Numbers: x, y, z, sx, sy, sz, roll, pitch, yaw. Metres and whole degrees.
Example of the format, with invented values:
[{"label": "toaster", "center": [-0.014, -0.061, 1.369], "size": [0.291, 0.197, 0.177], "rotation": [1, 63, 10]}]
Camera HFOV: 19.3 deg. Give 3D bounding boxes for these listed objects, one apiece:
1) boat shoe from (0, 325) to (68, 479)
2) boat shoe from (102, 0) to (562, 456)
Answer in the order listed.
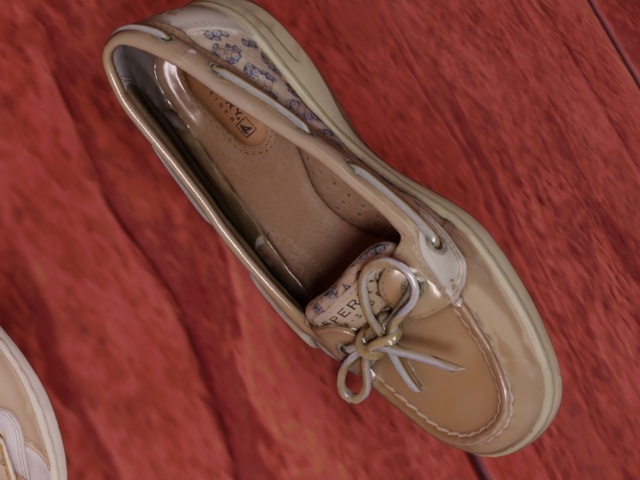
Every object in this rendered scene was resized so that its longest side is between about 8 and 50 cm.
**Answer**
[{"label": "boat shoe", "center": [-0.124, 0.091, 0.657], "size": [0.059, 0.063, 0.170], "rotation": [12, 47, -59]}, {"label": "boat shoe", "center": [0.000, 0.000, 0.931], "size": [0.285, 0.104, 0.089], "rotation": [47, 30, 11]}]
